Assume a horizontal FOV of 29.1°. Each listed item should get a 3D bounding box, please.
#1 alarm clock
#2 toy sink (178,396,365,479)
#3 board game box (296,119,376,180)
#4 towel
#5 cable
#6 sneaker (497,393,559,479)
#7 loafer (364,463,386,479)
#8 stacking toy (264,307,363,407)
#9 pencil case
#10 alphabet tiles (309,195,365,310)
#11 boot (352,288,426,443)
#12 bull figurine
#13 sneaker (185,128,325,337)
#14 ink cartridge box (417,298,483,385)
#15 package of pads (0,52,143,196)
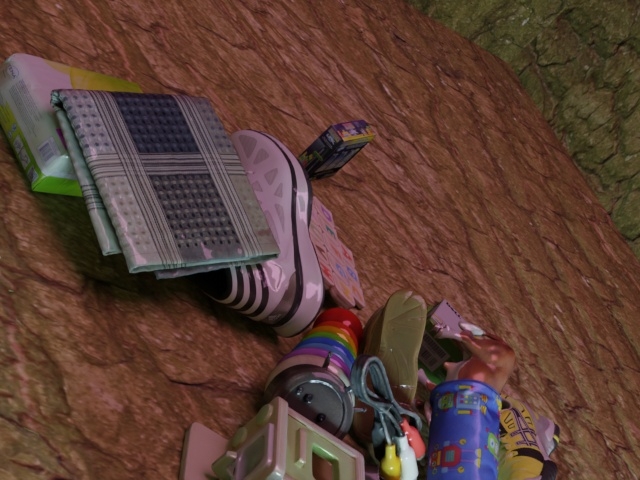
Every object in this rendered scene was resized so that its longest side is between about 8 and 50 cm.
[{"bbox_3d":[-0.033,0.258,1.792,0.129,0.192,0.064,58,-8,-10],"label":"alarm clock"},{"bbox_3d":[-0.060,0.322,1.691,0.234,0.131,0.152,36,26,-20],"label":"toy sink"},{"bbox_3d":[0.024,-0.188,2.581,0.048,0.141,0.170,51,24,10],"label":"board game box"},{"bbox_3d":[-0.236,-0.089,1.892,0.312,0.056,0.324,-4,61,-47],"label":"towel"},{"bbox_3d":[0.119,0.274,1.921,0.072,0.287,0.139,18,46,31],"label":"cable"},{"bbox_3d":[0.334,0.396,2.220,0.147,0.145,0.384,36,15,1],"label":"sneaker"},{"bbox_3d":[0.056,0.361,1.876,0.220,0.078,0.080,35,27,-23],"label":"loafer"},{"bbox_3d":[0.011,0.193,2.008,0.141,0.141,0.330,44,21,-5],"label":"stacking toy"},{"bbox_3d":[0.233,0.377,1.985,0.133,0.119,0.306,46,37,-38],"label":"pencil case"},{"bbox_3d":[0.000,0.000,2.321,0.278,0.021,0.284,46,19,-37],"label":"alphabet tiles"},{"bbox_3d":[0.104,0.221,2.118,0.095,0.261,0.203,14,-12,-6],"label":"boot"},{"bbox_3d":[0.243,0.275,2.198,0.188,0.101,0.310,37,49,-2],"label":"bull figurine"},{"bbox_3d":[-0.149,-0.061,2.083,0.257,0.169,0.447,27,33,-39],"label":"sneaker"},{"bbox_3d":[0.275,0.207,2.432,0.189,0.097,0.255,46,26,1],"label":"ink cartridge box"},{"bbox_3d":[-0.373,-0.176,1.988,0.296,0.101,0.229,8,45,-54],"label":"package of pads"}]
